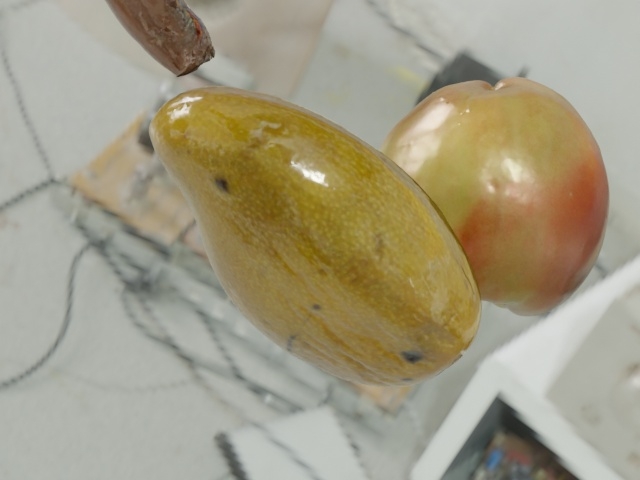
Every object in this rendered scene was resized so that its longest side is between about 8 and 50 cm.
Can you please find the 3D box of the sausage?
[{"bbox_3d":[-0.116,-0.168,1.034,0.176,0.040,0.047,58,10,2],"label":"sausage"}]

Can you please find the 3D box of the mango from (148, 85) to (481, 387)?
[{"bbox_3d":[-0.001,0.005,1.195,0.262,0.157,0.109,39,57,-32],"label":"mango"}]

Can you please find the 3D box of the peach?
[{"bbox_3d":[0.124,-0.033,1.401,0.184,0.184,0.184,12,48,-14],"label":"peach"}]
